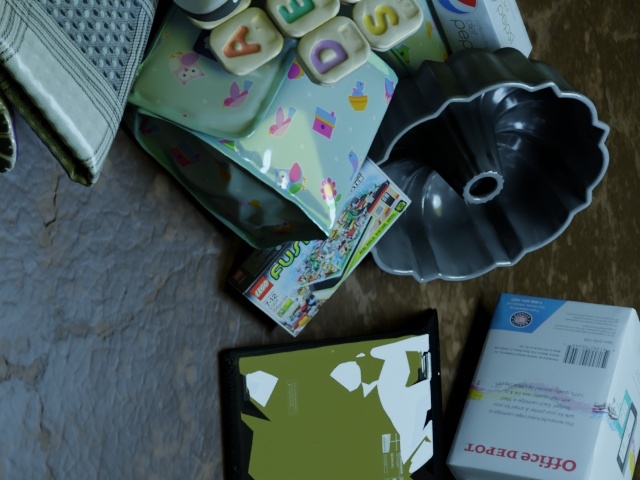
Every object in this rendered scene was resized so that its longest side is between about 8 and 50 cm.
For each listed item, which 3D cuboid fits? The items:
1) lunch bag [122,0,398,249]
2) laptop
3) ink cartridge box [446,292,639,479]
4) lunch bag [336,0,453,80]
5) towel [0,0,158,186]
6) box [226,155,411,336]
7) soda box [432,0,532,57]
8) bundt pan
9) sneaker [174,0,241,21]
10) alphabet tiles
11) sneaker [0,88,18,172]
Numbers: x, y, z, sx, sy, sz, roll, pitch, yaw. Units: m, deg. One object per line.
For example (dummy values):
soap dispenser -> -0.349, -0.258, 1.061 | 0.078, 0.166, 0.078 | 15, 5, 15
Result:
lunch bag -> -0.073, -0.152, 1.678 | 0.262, 0.160, 0.223 | 41, 60, -30
laptop -> 0.035, 0.294, 1.941 | 0.408, 0.236, 0.382 | -4, 93, -27
ink cartridge box -> 0.321, 0.244, 2.172 | 0.197, 0.198, 0.270 | 59, 45, -50
lunch bag -> 0.100, -0.316, 1.963 | 0.224, 0.108, 0.279 | 49, 53, -50
towel -> -0.252, -0.265, 1.450 | 0.324, 0.056, 0.312 | 54, 35, -38
box -> 0.000, 0.000, 1.791 | 0.207, 0.036, 0.114 | -50, 136, -1
soda box -> 0.187, -0.290, 1.932 | 0.069, 0.074, 0.216 | -63, 143, -32
bundt pan -> 0.178, -0.104, 1.935 | 0.331, 0.331, 0.124 | 43, 19, -46
sneaker -> -0.166, -0.340, 1.513 | 0.270, 0.090, 0.145 | 68, 14, 19
alphabet tiles -> -0.023, -0.303, 1.618 | 0.278, 0.021, 0.284 | -33, 88, -15
sneaker -> -0.297, -0.145, 1.433 | 0.071, 0.068, 0.170 | -28, 112, -58
